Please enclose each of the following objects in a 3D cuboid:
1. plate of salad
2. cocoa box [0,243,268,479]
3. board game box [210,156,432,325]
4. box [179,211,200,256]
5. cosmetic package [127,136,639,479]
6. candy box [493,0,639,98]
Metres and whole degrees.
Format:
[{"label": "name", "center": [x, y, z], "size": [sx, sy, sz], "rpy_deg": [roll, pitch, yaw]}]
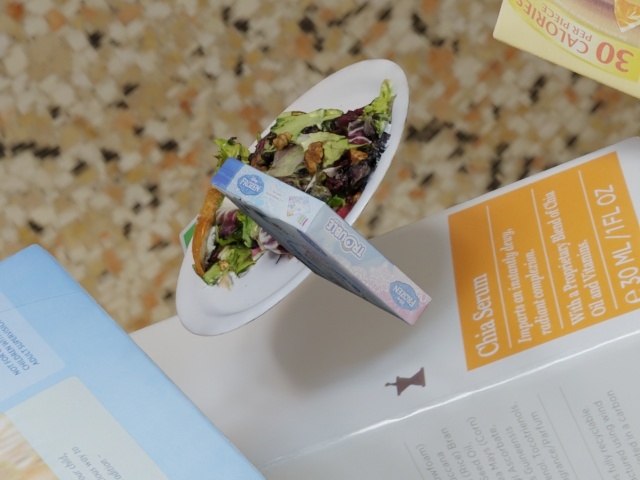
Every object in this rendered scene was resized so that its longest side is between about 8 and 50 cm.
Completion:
[{"label": "plate of salad", "center": [-0.026, -0.033, 1.030], "size": [0.048, 0.200, 0.200], "rpy_deg": [39, 99, -23]}, {"label": "cocoa box", "center": [-0.121, 0.210, 0.814], "size": [0.231, 0.347, 0.228], "rpy_deg": [-30, 134, -20]}, {"label": "board game box", "center": [0.000, 0.000, 0.876], "size": [0.090, 0.090, 0.020], "rpy_deg": [41, 82, -37]}, {"label": "box", "center": [-0.060, 0.007, 1.652], "size": [0.102, 0.087, 0.101], "rpy_deg": [12, 136, -38]}, {"label": "cosmetic package", "center": [0.043, 0.122, 1.160], "size": [0.453, 0.230, 0.161], "rpy_deg": [-22, 118, 12]}, {"label": "candy box", "center": [0.279, -0.155, 1.051], "size": [0.087, 0.316, 0.183], "rpy_deg": [-41, 150, -53]}]
